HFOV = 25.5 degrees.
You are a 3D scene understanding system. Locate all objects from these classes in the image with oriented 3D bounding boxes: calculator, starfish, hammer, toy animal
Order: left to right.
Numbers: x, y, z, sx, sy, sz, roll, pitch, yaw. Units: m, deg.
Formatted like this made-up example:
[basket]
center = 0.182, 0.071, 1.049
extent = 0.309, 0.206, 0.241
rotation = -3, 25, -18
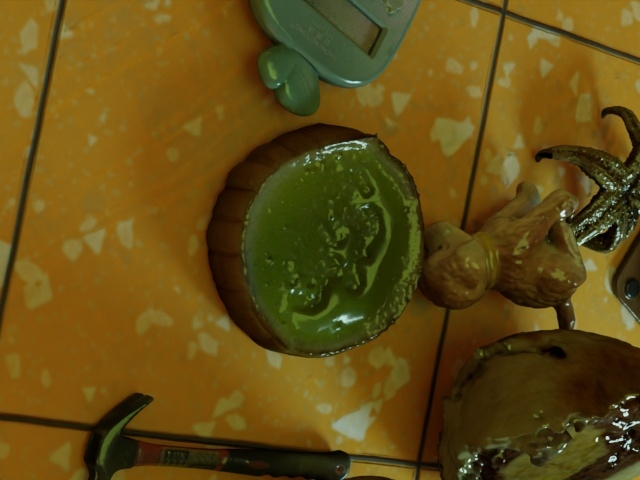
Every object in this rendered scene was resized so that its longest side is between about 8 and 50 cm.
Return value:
[hammer]
center = -0.094, 0.213, 1.371
extent = 0.287, 0.033, 0.111
rotation = 11, 89, -34
[calculator]
center = 0.020, -0.260, 1.401
extent = 0.184, 0.042, 0.295
rotation = 37, 72, -30
[toy animal]
center = 0.191, 0.051, 1.506
extent = 0.185, 0.104, 0.184
rotation = -24, 108, -34
[starfish]
center = 0.309, -0.057, 1.594
extent = 0.190, 0.074, 0.146
rotation = -44, 121, -21

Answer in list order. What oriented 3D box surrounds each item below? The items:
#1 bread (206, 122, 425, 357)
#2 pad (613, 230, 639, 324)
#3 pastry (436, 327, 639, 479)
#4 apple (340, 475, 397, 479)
[bread]
center = 0.000, 0.000, 1.392
extent = 0.236, 0.070, 0.236
rotation = -3, 96, -32
[pad]
center = 0.503, 0.030, 1.761
extent = 0.284, 0.018, 0.286
rotation = 44, 72, -29
[pastry]
center = 0.243, 0.184, 1.506
extent = 0.256, 0.237, 0.170
rotation = -3, 58, -26
[apple]
center = 0.041, 0.353, 1.348
extent = 0.264, 0.264, 0.264
rotation = -3, 96, -33
